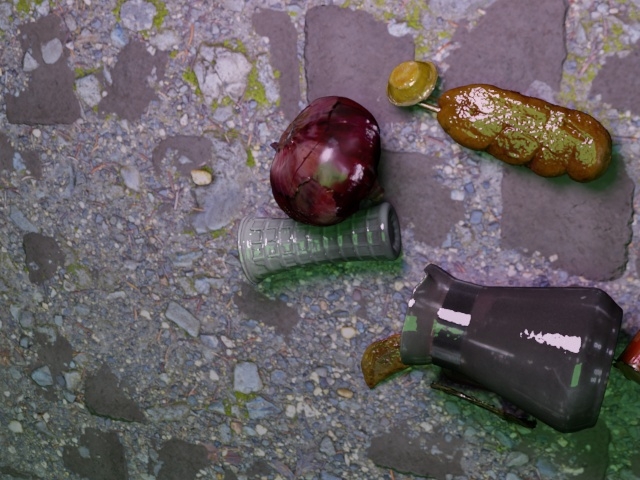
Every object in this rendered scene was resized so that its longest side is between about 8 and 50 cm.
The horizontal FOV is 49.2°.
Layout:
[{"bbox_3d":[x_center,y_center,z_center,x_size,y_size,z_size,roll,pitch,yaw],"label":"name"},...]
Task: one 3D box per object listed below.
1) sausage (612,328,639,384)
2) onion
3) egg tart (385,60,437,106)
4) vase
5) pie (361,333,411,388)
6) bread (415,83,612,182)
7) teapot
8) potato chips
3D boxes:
[{"bbox_3d":[0.598,0.125,1.171,0.083,0.083,0.264,38,86,5],"label":"sausage"},{"bbox_3d":[0.027,-0.136,1.262,0.219,0.252,0.252,24,118,-21],"label":"onion"},{"bbox_3d":[0.156,-0.283,1.234,0.105,0.039,0.105,-16,59,28],"label":"egg tart"},{"bbox_3d":[0.000,0.000,1.362,0.298,0.143,0.143,-8,104,20],"label":"vase"},{"bbox_3d":[0.142,0.243,1.445,0.170,0.034,0.092,-31,96,32],"label":"pie"},{"bbox_3d":[0.328,-0.194,1.204,0.344,0.084,0.124,20,108,14],"label":"bread"},{"bbox_3d":[0.338,0.190,1.259,0.343,0.253,0.300,15,140,23],"label":"teapot"},{"bbox_3d":[0.315,0.319,1.345,0.219,0.202,0.029,22,80,-5],"label":"potato chips"}]
